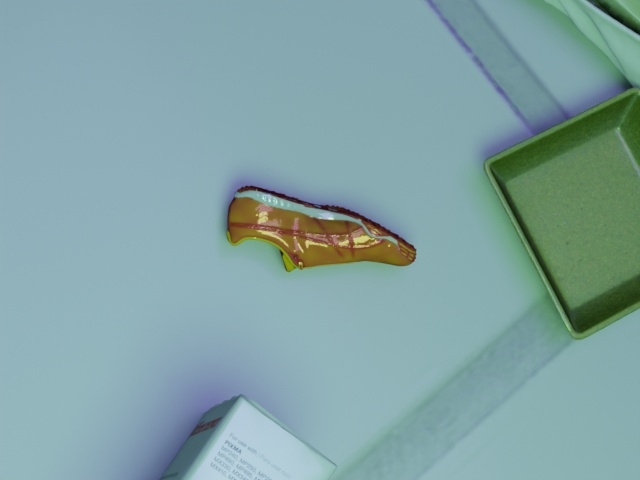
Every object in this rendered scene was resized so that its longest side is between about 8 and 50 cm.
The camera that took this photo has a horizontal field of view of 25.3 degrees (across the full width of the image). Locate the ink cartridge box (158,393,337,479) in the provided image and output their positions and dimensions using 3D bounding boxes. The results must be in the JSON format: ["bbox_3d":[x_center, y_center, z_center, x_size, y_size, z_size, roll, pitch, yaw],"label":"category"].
[{"bbox_3d":[-0.105,0.251,1.134,0.100,0.172,0.237,36,72,-5],"label":"ink cartridge box"}]

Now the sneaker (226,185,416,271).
[{"bbox_3d":[0.000,0.000,1.280,0.175,0.064,0.067,14,96,-6],"label":"sneaker"}]

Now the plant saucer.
[{"bbox_3d":[0.265,-0.024,1.351,0.188,0.045,0.188,-26,86,-17],"label":"plant saucer"}]

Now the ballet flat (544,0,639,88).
[{"bbox_3d":[0.248,-0.283,1.355,0.400,0.139,0.139,41,72,-3],"label":"ballet flat"}]
